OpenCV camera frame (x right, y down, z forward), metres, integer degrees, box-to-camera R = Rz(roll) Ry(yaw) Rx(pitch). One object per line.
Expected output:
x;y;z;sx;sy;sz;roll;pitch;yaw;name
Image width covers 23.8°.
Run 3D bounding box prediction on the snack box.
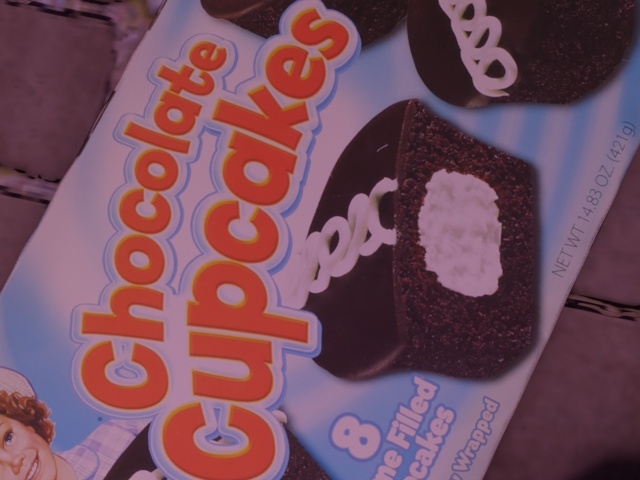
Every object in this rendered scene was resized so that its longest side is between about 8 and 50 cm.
0.000;0.000;0.576;0.187;0.060;0.322;25;78;8;snack box
